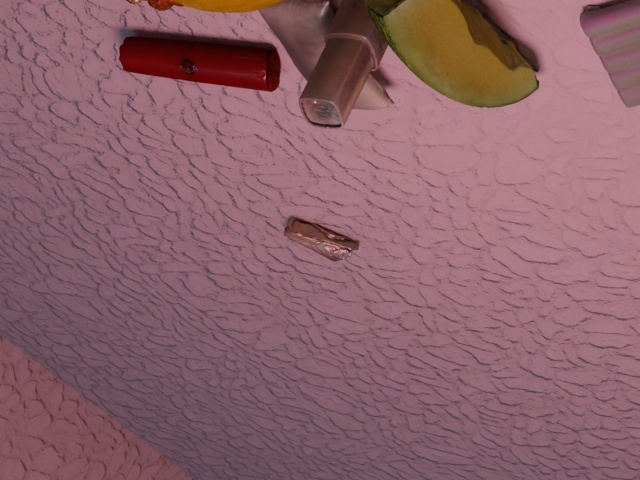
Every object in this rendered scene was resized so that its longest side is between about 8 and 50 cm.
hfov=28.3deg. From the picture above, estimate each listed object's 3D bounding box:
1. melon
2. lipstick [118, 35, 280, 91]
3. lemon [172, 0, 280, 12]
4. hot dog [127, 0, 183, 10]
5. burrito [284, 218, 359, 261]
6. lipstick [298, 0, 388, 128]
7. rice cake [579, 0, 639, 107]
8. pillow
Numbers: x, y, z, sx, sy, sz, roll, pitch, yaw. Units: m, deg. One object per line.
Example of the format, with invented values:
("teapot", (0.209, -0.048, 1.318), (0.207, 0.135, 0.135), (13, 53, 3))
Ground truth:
("melon", (0.185, -0.287, 1.813), (0.124, 0.196, 0.323), (-28, 132, 27))
("lipstick", (-0.201, -0.298, 2.129), (0.279, 0.073, 0.073), (9, 145, 21))
("lemon", (-0.115, -0.449, 1.640), (0.336, 0.336, 0.336), (17, 147, 11))
("hot dog", (-0.292, -0.476, 1.882), (0.158, 0.117, 0.349), (5, 143, 26))
("burrito", (0.000, 0.000, 2.459), (0.149, 0.041, 0.055), (22, 135, 3))
("lipstick", (0.046, -0.273, 1.831), (0.077, 0.253, 0.079), (7, 146, 25))
("rice cake", (0.471, -0.272, 1.755), (0.198, 0.037, 0.189), (-6, 134, 41))
("pillow", (0.008, -0.293, 1.977), (0.144, 0.078, 0.254), (14, 153, 40))
